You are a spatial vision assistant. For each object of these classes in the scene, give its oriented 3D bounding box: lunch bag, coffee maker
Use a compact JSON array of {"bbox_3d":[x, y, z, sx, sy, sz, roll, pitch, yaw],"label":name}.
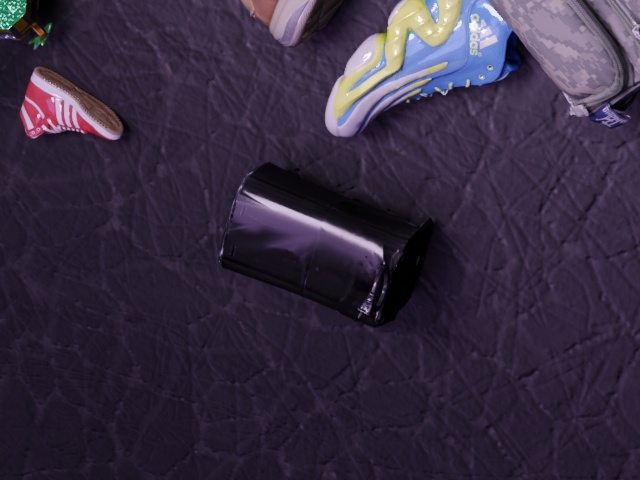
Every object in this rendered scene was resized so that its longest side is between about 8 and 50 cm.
[{"bbox_3d":[0.231,-0.271,1.650,0.305,0.212,0.256,50,141,-5],"label":"lunch bag"},{"bbox_3d":[0.000,0.000,1.865,0.178,0.171,0.120,21,88,13],"label":"coffee maker"}]

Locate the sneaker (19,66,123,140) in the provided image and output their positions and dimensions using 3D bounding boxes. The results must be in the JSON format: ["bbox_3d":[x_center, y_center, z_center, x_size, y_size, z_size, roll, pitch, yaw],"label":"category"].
[{"bbox_3d":[-0.259,-0.121,2.008,0.118,0.042,0.067,36,114,17],"label":"sneaker"}]

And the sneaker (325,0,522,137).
[{"bbox_3d":[0.107,-0.163,1.807,0.126,0.091,0.240,40,118,6],"label":"sneaker"}]

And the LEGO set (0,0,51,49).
[{"bbox_3d":[-0.438,-0.255,1.997,0.331,0.192,0.255,38,89,4],"label":"LEGO set"}]

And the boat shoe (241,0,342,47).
[{"bbox_3d":[0.004,-0.332,1.779,0.116,0.123,0.324,35,116,11],"label":"boat shoe"}]
